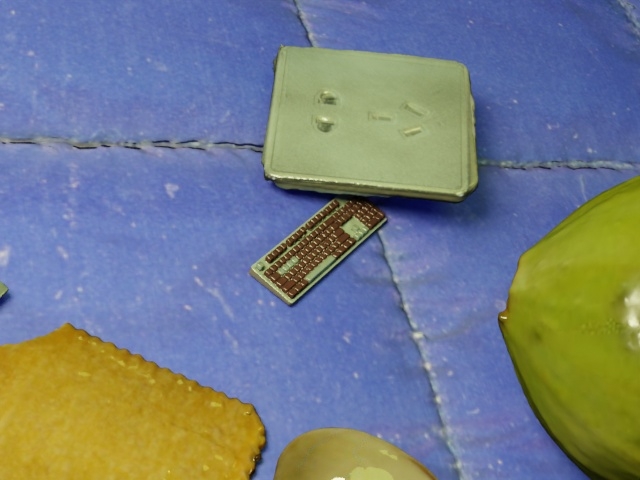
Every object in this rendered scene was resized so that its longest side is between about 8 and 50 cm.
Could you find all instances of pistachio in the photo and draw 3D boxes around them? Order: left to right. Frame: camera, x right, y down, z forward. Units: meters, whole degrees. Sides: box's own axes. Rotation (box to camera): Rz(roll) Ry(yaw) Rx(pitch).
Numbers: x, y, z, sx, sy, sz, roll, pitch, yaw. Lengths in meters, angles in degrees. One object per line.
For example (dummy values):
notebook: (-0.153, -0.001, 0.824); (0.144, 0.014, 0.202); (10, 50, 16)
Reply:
pistachio: (0.044, 0.215, 0.903); (0.185, 0.126, 0.108); (38, 14, 5)

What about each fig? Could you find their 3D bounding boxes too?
fig: (0.326, 0.081, 1.019); (0.343, 0.343, 0.343); (13, 46, -14)

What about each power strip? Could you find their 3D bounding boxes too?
power strip: (0.049, -0.108, 1.231); (0.213, 0.065, 0.198); (6, 49, -1)

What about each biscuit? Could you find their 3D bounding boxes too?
biscuit: (-0.172, 0.174, 0.914); (0.232, 0.013, 0.237); (25, 44, -2)

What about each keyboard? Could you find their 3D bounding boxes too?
keyboard: (0.000, 0.000, 1.144); (0.055, 0.017, 0.166); (38, 46, 12)

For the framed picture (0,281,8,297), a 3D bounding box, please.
framed picture: (-0.400, 0.062, 0.908); (0.217, 0.017, 0.274); (33, 45, 7)
